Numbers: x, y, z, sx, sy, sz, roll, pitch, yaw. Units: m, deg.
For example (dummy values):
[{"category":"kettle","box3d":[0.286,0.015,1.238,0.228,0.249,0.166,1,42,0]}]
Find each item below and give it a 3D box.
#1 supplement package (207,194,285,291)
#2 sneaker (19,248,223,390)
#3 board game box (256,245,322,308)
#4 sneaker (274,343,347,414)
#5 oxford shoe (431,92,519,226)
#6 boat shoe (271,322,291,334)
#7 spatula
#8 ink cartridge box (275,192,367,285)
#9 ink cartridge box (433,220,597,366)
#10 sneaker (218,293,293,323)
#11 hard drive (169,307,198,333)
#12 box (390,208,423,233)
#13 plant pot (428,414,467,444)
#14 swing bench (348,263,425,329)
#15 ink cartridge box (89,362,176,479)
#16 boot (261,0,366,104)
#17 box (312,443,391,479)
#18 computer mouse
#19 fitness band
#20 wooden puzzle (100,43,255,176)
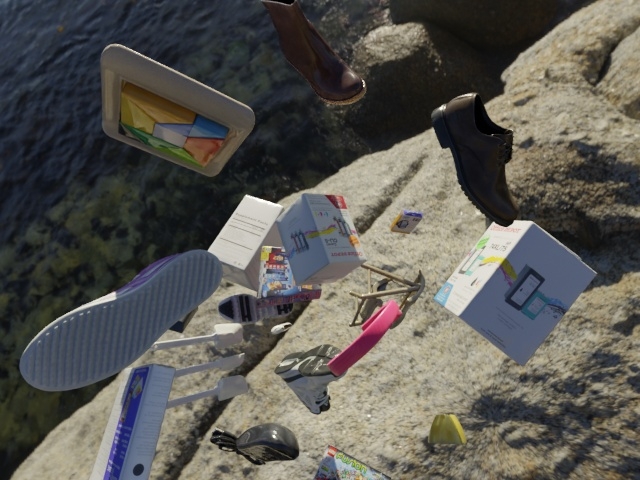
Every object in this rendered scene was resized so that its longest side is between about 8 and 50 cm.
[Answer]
[{"category":"supplement package","box3d":[-0.260,0.008,1.570,0.175,0.178,0.293,19,62,19]},{"category":"sneaker","box3d":[-0.288,0.109,0.630,0.282,0.102,0.161,-31,16,-26]},{"category":"board game box","box3d":[-0.093,0.117,1.291,0.193,0.060,0.194,5,53,-5]},{"category":"sneaker","box3d":[0.013,0.589,1.743,0.169,0.258,0.447,-44,12,-37]},{"category":"oxford shoe","box3d":[0.267,-0.126,0.664,0.096,0.082,0.227,-22,101,47]},{"category":"boat shoe","box3d":[-0.179,0.405,1.922,0.100,0.035,0.035,-14,84,-29]},{"category":"spatula","box3d":[-0.262,0.277,0.924,0.019,0.242,0.168,-10,81,41]},{"category":"ink cartridge box","box3d":[0.000,0.000,0.962,0.127,0.128,0.176,-37,64,41]},{"category":"ink cartridge box","box3d":[0.457,0.114,1.016,0.197,0.198,0.270,37,92,-3]},{"category":"sneaker","box3d":[-0.246,0.250,1.540,0.118,0.292,0.110,-16,74,51]},{"category":"hard drive","box3d":[-0.624,0.254,1.636,0.254,0.172,0.054,22,120,-1]},{"category":"box","box3d":[0.327,-0.073,1.575,0.081,0.136,0.028,9,56,-13]},{"category":"plant pot","box3d":[0.453,0.680,1.501,0.134,0.134,0.095,-8,63,20]},{"category":"swing bench","box3d":[0.258,0.229,1.641,0.254,0.253,0.165,7,54,-4]},{"category":"ink cartridge box","box3d":[-0.294,0.300,0.636,0.206,0.045,0.209,-26,47,51]},{"category":"boot","box3d":[-0.019,-0.410,0.896,0.090,0.207,0.248,-46,55,-4]},{"category":"box","box3d":[0.093,0.708,1.234,0.206,0.036,0.114,21,58,15]},{"category":"computer mouse","box3d":[-0.156,0.533,1.115,0.272,0.188,0.072,-29,31,41]},{"category":"fitness band","box3d":[0.121,0.269,1.148,0.054,0.291,0.209,45,46,11]},{"category":"wooden puzzle","box3d":[-0.245,-0.186,0.685,0.238,0.220,0.044,-26,47,59]}]
